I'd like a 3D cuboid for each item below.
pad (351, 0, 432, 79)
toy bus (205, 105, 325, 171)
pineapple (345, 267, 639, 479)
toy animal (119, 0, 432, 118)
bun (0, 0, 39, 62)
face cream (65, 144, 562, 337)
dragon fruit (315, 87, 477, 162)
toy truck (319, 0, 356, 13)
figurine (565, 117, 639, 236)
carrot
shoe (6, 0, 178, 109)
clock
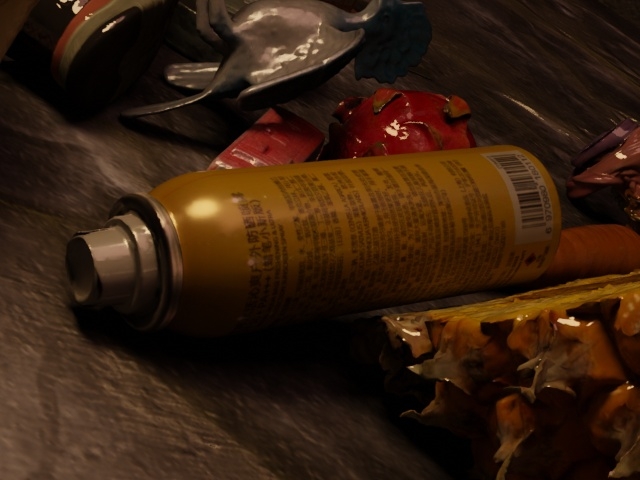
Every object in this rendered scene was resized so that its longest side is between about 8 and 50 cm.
[{"bbox_3d":[0.050,-0.271,1.699,0.142,0.003,0.211,18,26,-31],"label":"pad"},{"bbox_3d":[-0.049,-0.044,1.006,0.065,0.077,0.192,29,21,1],"label":"toy bus"},{"bbox_3d":[0.163,0.128,0.868,0.344,0.286,0.209,-4,82,-65],"label":"pineapple"},{"bbox_3d":[-0.035,-0.149,1.101,0.176,0.255,0.239,49,-8,-14],"label":"toy animal"},{"bbox_3d":[-0.323,-0.203,0.799,0.359,0.211,0.360,28,3,-2],"label":"bun"},{"bbox_3d":[0.000,0.000,0.882,0.348,0.105,0.105,-8,42,-36],"label":"face cream"},{"bbox_3d":[0.074,-0.069,1.143,0.136,0.133,0.166,43,22,32],"label":"dragon fruit"},{"bbox_3d":[-0.075,-0.414,1.596,0.338,0.184,0.133,42,24,24],"label":"toy truck"},{"bbox_3d":[0.348,-0.063,1.507,0.126,0.114,0.157,-31,65,-26],"label":"figurine"},{"bbox_3d":[0.216,0.019,1.238,0.336,0.069,0.069,-1,38,-47],"label":"carrot"},{"bbox_3d":[-0.193,-0.200,1.114,0.137,0.114,0.291,25,26,-2],"label":"shoe"},{"bbox_3d":[-0.096,-0.225,1.360,0.226,0.049,0.226,25,24,-12],"label":"clock"}]
